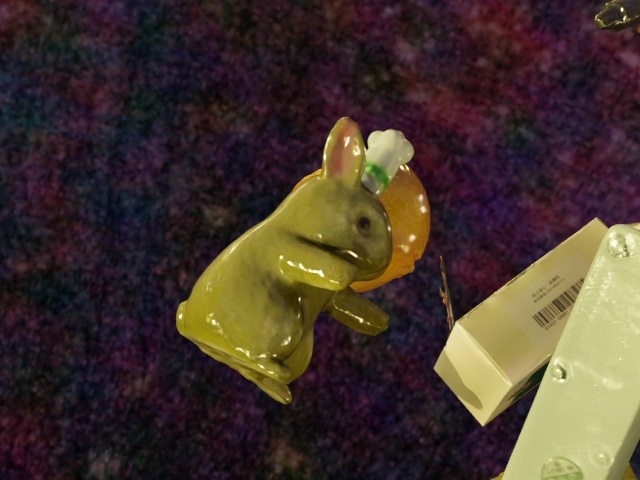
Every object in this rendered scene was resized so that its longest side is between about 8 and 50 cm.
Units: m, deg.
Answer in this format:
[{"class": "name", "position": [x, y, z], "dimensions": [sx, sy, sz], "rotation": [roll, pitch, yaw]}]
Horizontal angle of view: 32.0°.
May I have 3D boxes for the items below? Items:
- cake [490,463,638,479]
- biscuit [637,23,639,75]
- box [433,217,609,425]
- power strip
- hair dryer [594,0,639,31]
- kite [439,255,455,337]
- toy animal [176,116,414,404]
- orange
[{"class": "cake", "position": [0.335, 0.371, 1.611], "dimensions": [0.179, 0.260, 0.156], "rotation": [-16, 73, -19]}, {"class": "biscuit", "position": [0.264, -0.164, 0.472], "dimensions": [0.081, 0.334, 0.289], "rotation": [23, 56, -17]}, {"class": "box", "position": [0.244, 0.092, 1.249], "dimensions": [0.212, 0.168, 0.095], "rotation": [-35, 70, -17]}, {"class": "power strip", "position": [0.238, 0.171, 1.009], "dimensions": [0.091, 0.385, 0.062], "rotation": [31, 23, 33]}, {"class": "hair dryer", "position": [0.392, -0.265, 1.246], "dimensions": [0.114, 0.070, 0.248], "rotation": [40, 44, 25]}, {"class": "kite", "position": [0.215, 0.117, 1.889], "dimensions": [0.010, 0.159, 0.190], "rotation": [-10, 53, 10]}, {"class": "toy animal", "position": [0.008, 0.017, 1.282], "dimensions": [0.180, 0.363, 0.181], "rotation": [42, -7, 20]}, {"class": "orange", "position": [0.050, -0.023, 1.561], "dimensions": [0.219, 0.219, 0.193], "rotation": [-16, 67, -46]}]
